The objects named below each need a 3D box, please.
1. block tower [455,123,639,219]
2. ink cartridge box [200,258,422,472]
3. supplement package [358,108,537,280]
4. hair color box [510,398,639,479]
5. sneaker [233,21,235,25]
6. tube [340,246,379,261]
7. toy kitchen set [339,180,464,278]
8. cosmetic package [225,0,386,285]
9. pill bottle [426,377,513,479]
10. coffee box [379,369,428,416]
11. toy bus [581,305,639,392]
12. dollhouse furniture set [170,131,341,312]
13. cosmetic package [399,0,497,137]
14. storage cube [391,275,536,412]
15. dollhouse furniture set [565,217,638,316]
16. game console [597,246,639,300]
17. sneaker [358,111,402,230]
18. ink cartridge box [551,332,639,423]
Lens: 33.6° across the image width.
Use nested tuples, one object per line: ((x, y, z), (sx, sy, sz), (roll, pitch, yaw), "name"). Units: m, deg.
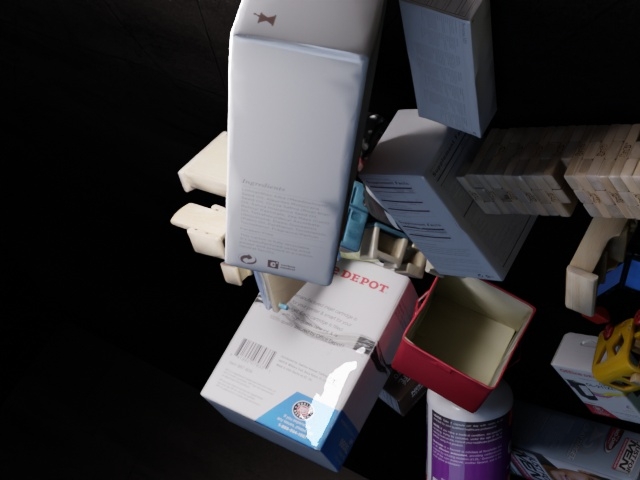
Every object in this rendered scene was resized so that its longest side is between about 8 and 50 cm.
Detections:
((0.344, -0.092, 1.409), (0.335, 0.097, 0.091), (3, 144, 48), "block tower")
((-0.008, 0.222, 2.153), (0.285, 0.395, 0.166), (21, 160, 27), "ink cartridge box")
((0.195, -0.069, 1.594), (0.134, 0.139, 0.244), (5, 145, 48), "supplement package")
((0.557, 0.470, 2.307), (0.374, 0.113, 0.185), (10, 149, 43), "hair color box")
((-0.076, -0.291, 1.554), (0.115, 0.090, 0.232), (39, 157, -8), "sneaker")
((0.000, 0.000, 2.131), (0.240, 0.070, 0.062), (12, 109, 28), "tube")
((0.145, -0.020, 1.850), (0.207, 0.122, 0.166), (21, 167, -33), "toy kitchen set")
((-0.021, -0.167, 1.393), (0.161, 0.230, 0.453), (12, 144, 3), "cosmetic package")
((0.315, 0.398, 2.245), (0.181, 0.181, 0.323), (16, 119, 35), "pill bottle")
((0.128, 0.243, 2.291), (0.246, 0.141, 0.098), (36, 162, 26), "coffee box")
((0.518, 0.183, 1.690), (0.191, 0.104, 0.202), (3, 154, 35), "toy bus")
((-0.139, 0.002, 1.976), (0.198, 0.286, 0.303), (17, 139, 34), "dollhouse furniture set")
((0.170, -0.236, 1.370), (0.099, 0.060, 0.239), (25, 158, 23), "cosmetic package")
((0.265, 0.187, 1.992), (0.215, 0.183, 0.193), (29, 159, 8), "storage cube")
((0.475, 0.045, 1.429), (0.242, 0.161, 0.212), (22, 157, 23), "dollhouse furniture set")
((0.469, 0.070, 1.620), (0.071, 0.107, 0.122), (54, 169, 29), "game console")
((0.106, -0.099, 1.703), (0.135, 0.097, 0.276), (4, 146, 47), "sneaker")
((0.521, 0.252, 1.936), (0.127, 0.072, 0.175), (5, 146, 51), "ink cartridge box")
